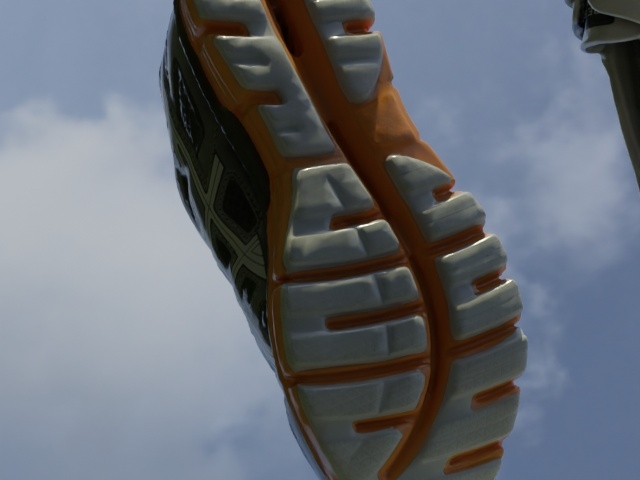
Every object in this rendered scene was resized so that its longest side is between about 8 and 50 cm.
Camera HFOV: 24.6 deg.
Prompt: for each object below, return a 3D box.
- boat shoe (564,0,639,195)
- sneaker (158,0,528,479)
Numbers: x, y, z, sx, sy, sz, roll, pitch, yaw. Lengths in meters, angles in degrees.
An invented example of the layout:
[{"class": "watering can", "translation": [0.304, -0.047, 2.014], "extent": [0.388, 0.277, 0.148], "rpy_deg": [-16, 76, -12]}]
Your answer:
[{"class": "boat shoe", "translation": [0.159, -0.112, 0.682], "extent": [0.095, 0.084, 0.258], "rpy_deg": [156, -85, -77]}, {"class": "sneaker", "translation": [0.000, 0.000, 0.484], "extent": [0.083, 0.084, 0.215], "rpy_deg": [-47, -126, 55]}]
